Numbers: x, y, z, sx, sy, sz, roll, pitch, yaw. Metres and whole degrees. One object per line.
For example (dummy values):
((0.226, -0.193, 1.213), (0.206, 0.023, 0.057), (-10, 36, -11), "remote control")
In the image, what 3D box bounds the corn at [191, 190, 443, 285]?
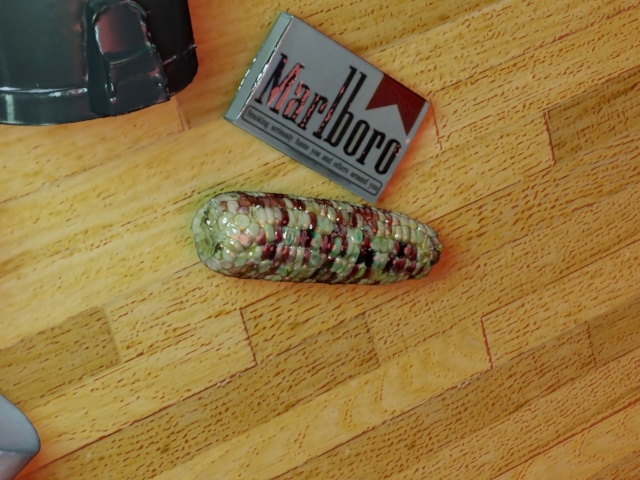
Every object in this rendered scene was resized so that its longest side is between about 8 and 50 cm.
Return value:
((0.000, 0.000, 1.527), (0.253, 0.086, 0.086), (4, 103, -32), "corn")

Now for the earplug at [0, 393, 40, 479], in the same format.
((-0.384, 0.257, 1.366), (0.172, 0.172, 0.301), (27, 98, -32), "earplug")

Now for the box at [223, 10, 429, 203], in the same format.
((0.007, -0.123, 1.521), (0.177, 0.036, 0.115), (29, 90, -31), "box")

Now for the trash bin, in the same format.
((-0.209, -0.262, 1.248), (0.203, 0.252, 0.301), (-17, 117, -25), "trash bin")
